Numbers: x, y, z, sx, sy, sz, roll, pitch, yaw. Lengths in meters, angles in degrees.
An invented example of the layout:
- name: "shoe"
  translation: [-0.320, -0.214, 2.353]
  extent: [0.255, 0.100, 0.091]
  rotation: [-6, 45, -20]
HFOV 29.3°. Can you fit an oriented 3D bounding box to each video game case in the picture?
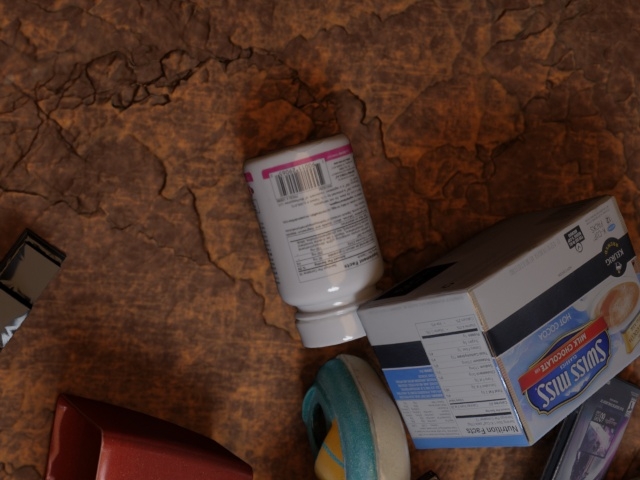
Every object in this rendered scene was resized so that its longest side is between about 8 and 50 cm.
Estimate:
- name: "video game case"
  translation: [0.399, 0.333, 1.865]
  extent: [0.196, 0.026, 0.274]
  rotation: [25, 86, -53]

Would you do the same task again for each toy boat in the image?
- name: "toy boat"
  translation: [0.024, 0.341, 1.760]
  extent: [0.148, 0.267, 0.318]
  rotation: [-1, 125, -18]

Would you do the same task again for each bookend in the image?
- name: "bookend"
  translation: [-0.424, 0.069, 1.678]
  extent: [0.072, 0.157, 0.156]
  rotation: [37, 86, -11]

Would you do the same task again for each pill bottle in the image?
- name: "pill bottle"
  translation: [0.000, 0.000, 1.759]
  extent: [0.160, 0.160, 0.283]
  rotation: [-17, 96, -10]

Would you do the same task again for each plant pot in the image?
- name: "plant pot"
  translation: [-0.241, 0.376, 1.691]
  extent: [0.235, 0.267, 0.267]
  rotation: [9, 91, -24]

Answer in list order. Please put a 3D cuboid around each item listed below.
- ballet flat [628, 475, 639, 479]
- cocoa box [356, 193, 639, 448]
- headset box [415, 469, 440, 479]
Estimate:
- name: "ballet flat"
  translation: [0.520, 0.393, 1.927]
  extent: [0.232, 0.073, 0.080]
  rotation: [-6, 83, -28]
- name: "cocoa box"
  translation: [0.273, 0.116, 1.721]
  extent: [0.347, 0.231, 0.228]
  rotation: [-29, 99, -38]
- name: "headset box"
  translation: [0.155, 0.403, 1.875]
  extent: [0.083, 0.032, 0.062]
  rotation: [-31, 99, -10]
